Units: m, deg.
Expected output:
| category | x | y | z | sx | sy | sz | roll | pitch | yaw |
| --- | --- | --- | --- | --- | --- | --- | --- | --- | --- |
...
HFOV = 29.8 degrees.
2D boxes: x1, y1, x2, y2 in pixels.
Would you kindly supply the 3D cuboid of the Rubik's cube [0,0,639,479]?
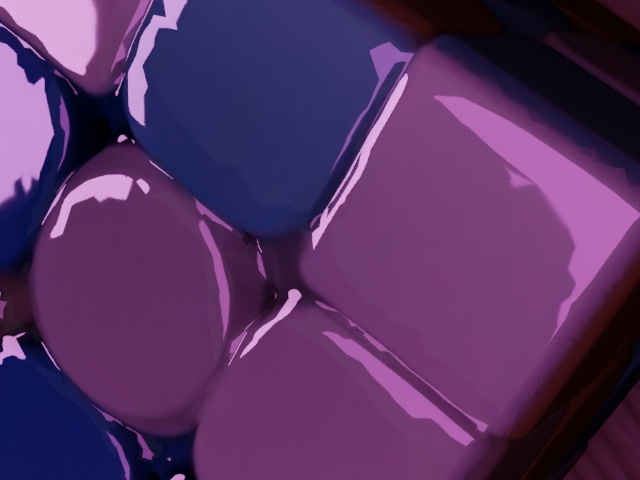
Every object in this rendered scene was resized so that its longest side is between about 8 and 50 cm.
| category | x | y | z | sx | sy | sz | roll | pitch | yaw |
| --- | --- | --- | --- | --- | --- | --- | --- | --- | --- |
| Rubik's cube | 0.000 | 0.000 | 0.658 | 0.346 | 0.344 | 0.347 | 39 | 113 | 20 |
